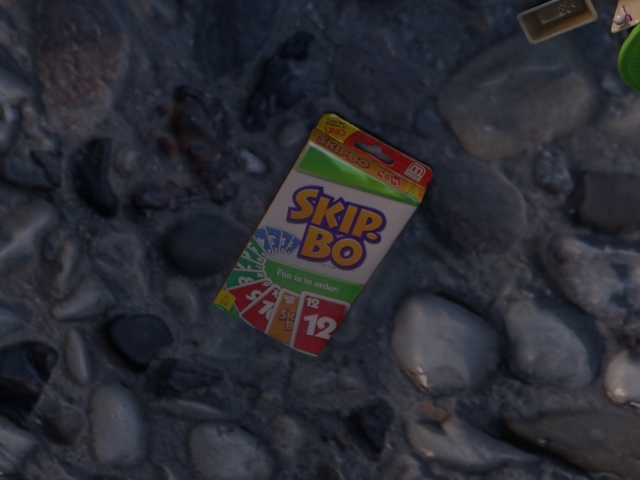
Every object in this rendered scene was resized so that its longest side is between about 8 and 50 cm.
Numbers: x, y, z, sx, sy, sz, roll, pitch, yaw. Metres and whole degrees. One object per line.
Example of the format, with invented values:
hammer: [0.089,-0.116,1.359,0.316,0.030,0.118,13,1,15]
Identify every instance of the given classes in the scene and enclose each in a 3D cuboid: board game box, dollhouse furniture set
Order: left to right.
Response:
board game box: [0.000,0.000,1.503,0.124,0.039,0.259,29,123,-5]
dollhouse furniture set: [0.230,-0.172,1.289,0.114,0.081,0.091,-19,116,26]

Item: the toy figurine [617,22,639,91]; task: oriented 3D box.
toy figurine: [0.349,-0.115,1.226,0.173,0.159,0.130,-27,147,13]
